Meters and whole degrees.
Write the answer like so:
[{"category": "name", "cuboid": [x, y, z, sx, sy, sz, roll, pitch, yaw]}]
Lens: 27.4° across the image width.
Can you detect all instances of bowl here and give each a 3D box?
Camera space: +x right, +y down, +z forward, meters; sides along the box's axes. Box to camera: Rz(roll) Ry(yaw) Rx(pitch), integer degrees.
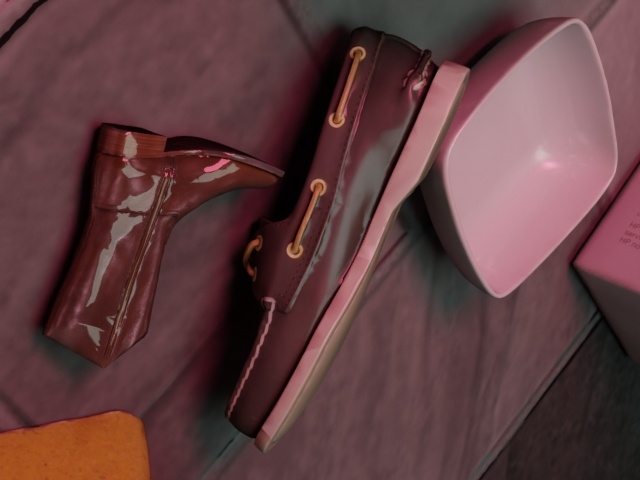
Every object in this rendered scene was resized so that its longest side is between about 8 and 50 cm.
[{"category": "bowl", "cuboid": [0.112, -0.054, 0.789, 0.142, 0.053, 0.142, -45, 136, -21]}]

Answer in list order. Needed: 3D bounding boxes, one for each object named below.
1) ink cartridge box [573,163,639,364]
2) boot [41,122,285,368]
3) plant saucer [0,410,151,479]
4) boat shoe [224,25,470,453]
[{"category": "ink cartridge box", "cuboid": [0.419, -0.051, 0.933, 0.395, 0.285, 0.166, -54, 139, -12]}, {"category": "boot", "cuboid": [-0.075, 0.006, 0.635, 0.106, 0.037, 0.114, 9, 100, -35]}, {"category": "plant saucer", "cuboid": [-0.213, 0.264, 0.589, 0.333, 0.081, 0.332, -5, 113, -46]}, {"category": "boat shoe", "cuboid": [0.000, 0.000, 0.692, 0.227, 0.069, 0.081, -64, 174, 2]}]
